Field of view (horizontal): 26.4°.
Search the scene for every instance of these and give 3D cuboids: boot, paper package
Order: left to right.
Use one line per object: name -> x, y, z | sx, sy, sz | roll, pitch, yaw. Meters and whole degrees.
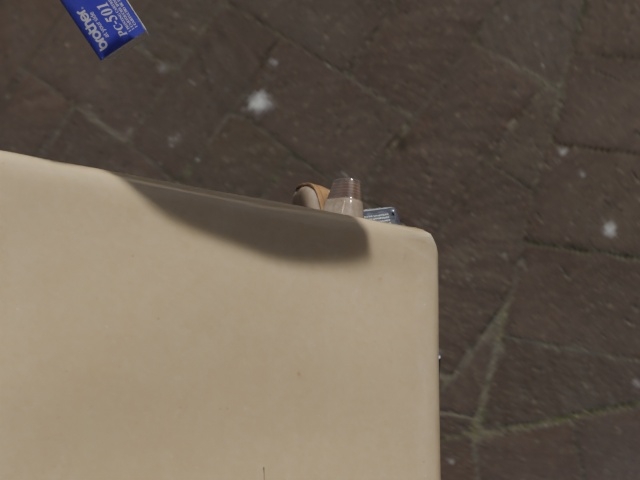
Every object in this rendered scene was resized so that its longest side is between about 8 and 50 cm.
paper package -> -0.105, 0.144, 0.627 | 0.168, 0.309, 0.325 | -25, 59, 56
boot -> 0.000, 0.000, 1.049 | 0.118, 0.042, 0.087 | 161, 121, -68

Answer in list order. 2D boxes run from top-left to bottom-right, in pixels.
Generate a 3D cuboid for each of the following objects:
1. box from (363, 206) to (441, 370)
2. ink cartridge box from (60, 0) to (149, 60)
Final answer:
box -> 0.041, 0.094, 1.330 | 0.108, 0.153, 0.207 | -8, 47, -7
ink cartridge box -> -0.188, -0.202, 1.143 | 0.046, 0.207, 0.097 | -33, 99, -1
